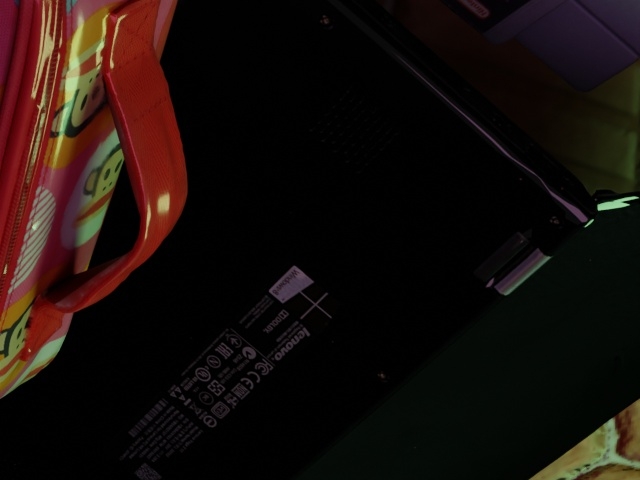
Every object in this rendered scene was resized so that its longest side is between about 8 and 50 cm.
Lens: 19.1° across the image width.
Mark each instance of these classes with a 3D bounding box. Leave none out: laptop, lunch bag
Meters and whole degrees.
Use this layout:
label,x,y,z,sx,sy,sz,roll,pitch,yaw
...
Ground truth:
label,x,y,z,sx,sy,sz,roll,pitch,yaw
laptop,0.000,0.000,0.933,0.408,0.236,0.382,41,129,-5
lunch bag,-0.167,-0.062,0.743,0.258,0.120,0.293,32,128,16

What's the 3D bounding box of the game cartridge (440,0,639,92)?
label,x,y,z,sx,sy,sz,roll,pitch,yaw
game cartridge,0.073,-0.213,0.749,0.355,0.068,0.230,35,124,-31
